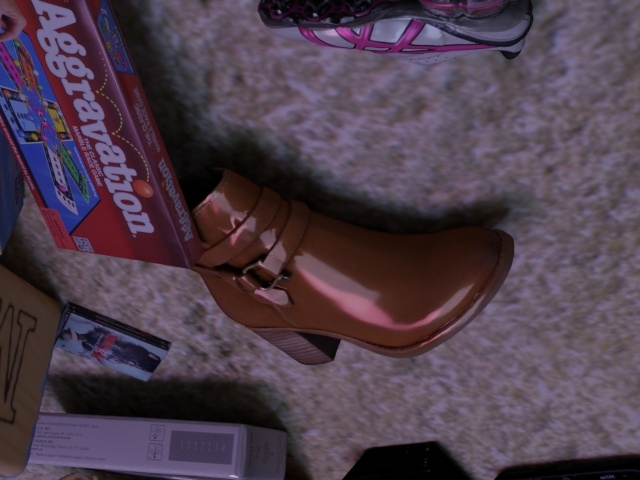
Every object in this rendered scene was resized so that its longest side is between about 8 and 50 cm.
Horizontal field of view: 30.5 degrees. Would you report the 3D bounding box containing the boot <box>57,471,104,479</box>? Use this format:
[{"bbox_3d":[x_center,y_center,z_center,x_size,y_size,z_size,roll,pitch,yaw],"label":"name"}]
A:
[{"bbox_3d":[-0.222,0.358,1.510,0.262,0.095,0.203,-8,152,37],"label":"boot"}]

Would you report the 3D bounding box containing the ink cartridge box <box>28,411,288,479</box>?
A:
[{"bbox_3d":[-0.180,0.254,1.412,0.296,0.066,0.261,1,167,19],"label":"ink cartridge box"}]

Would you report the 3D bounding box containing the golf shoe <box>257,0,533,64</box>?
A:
[{"bbox_3d":[0.049,-0.147,0.795,0.186,0.067,0.086,2,143,17],"label":"golf shoe"}]

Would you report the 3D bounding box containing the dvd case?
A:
[{"bbox_3d":[-0.232,0.113,1.285,0.119,0.013,0.087,25,143,-12],"label":"dvd case"}]

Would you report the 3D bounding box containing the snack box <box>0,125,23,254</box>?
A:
[{"bbox_3d":[-0.370,-0.086,1.020,0.207,0.070,0.174,14,143,-2],"label":"snack box"}]

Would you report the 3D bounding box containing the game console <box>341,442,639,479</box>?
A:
[{"bbox_3d":[0.219,0.294,1.343,0.361,0.044,0.213,-14,136,32],"label":"game console"}]

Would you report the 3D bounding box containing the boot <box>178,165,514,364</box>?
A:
[{"bbox_3d":[0.000,0.000,0.997,0.283,0.109,0.220,-16,131,45],"label":"boot"}]

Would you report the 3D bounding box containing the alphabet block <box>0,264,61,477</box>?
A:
[{"bbox_3d":[-0.394,0.117,1.151,0.192,0.193,0.197,4,163,12],"label":"alphabet block"}]

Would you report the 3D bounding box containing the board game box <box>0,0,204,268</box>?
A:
[{"bbox_3d":[-0.194,-0.098,0.913,0.145,0.027,0.281,7,133,28],"label":"board game box"}]
